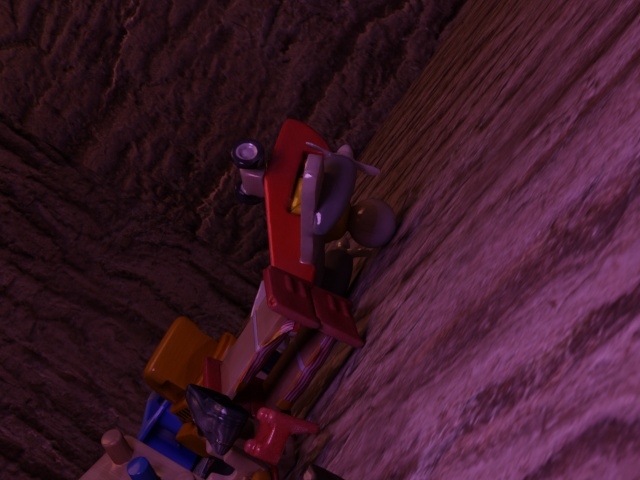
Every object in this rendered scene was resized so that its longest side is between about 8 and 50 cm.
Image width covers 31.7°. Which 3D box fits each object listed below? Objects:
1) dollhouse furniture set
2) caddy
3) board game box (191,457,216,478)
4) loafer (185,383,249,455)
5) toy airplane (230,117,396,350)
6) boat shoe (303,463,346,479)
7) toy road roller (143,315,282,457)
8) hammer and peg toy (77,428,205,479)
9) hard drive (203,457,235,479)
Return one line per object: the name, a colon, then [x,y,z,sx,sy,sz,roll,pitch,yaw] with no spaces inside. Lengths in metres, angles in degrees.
dollhouse furniture set: [-0.045,0.226,1.527,0.201,0.152,0.374,-55,22,23]
caddy: [-0.302,0.390,2.522,0.241,0.179,0.341,-57,-4,18]
board game box: [-0.247,0.499,2.319,0.136,0.035,0.201,-56,4,23]
loafer: [-0.146,0.228,1.463,0.061,0.062,0.170,-70,19,-2]
toy airplane: [0.000,0.000,1.930,0.386,0.272,0.384,-112,16,-74]
boat shoe: [-0.002,0.264,1.079,0.060,0.064,0.178,-63,-2,0]
toy road roller: [-0.226,0.275,2.204,0.202,0.241,0.329,-59,9,-23]
hammer and peg toy: [-0.267,0.447,1.712,0.266,0.361,0.127,-45,-47,-28]
hard drive: [-0.160,0.405,1.875,0.254,0.054,0.172,-53,7,50]
